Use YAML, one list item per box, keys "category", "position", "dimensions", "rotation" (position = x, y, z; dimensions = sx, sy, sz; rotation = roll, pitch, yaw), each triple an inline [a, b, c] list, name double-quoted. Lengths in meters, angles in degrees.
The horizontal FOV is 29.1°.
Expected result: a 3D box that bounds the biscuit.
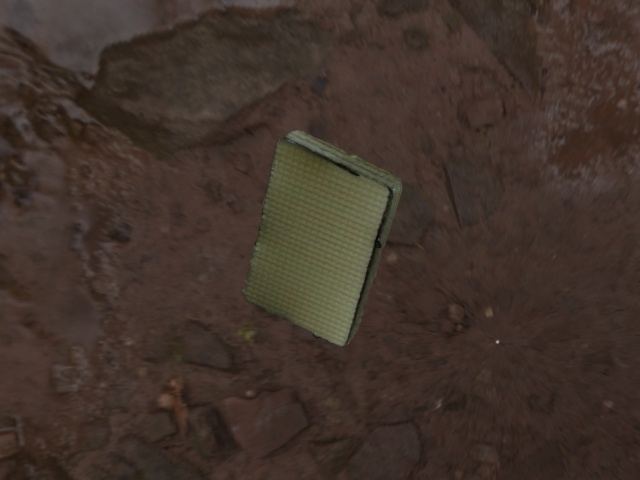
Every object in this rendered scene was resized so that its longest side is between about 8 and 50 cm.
- category: "biscuit"
  position: [0.000, 0.000, 1.153]
  dimensions: [0.121, 0.040, 0.199]
  rotation: [27, 129, 13]
